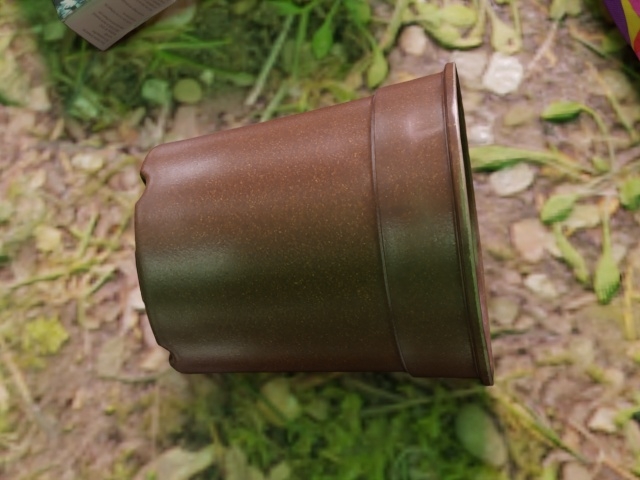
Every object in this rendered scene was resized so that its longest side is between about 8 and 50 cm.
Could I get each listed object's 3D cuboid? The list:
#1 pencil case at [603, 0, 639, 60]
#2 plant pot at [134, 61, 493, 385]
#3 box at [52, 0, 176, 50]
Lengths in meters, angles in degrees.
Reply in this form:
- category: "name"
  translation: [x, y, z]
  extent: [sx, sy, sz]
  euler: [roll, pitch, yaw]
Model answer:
- category: "pencil case"
  translation: [0.202, -0.202, 0.649]
  extent: [0.104, 0.104, 0.236]
  euler: [-19, 72, -3]
- category: "plant pot"
  translation: [0.000, 0.000, 0.564]
  extent: [0.165, 0.167, 0.167]
  euler: [-6, 70, 10]
- category: "box"
  translation: [-0.118, -0.316, 0.702]
  extent: [0.232, 0.058, 0.322]
  euler: [-30, 69, 10]
